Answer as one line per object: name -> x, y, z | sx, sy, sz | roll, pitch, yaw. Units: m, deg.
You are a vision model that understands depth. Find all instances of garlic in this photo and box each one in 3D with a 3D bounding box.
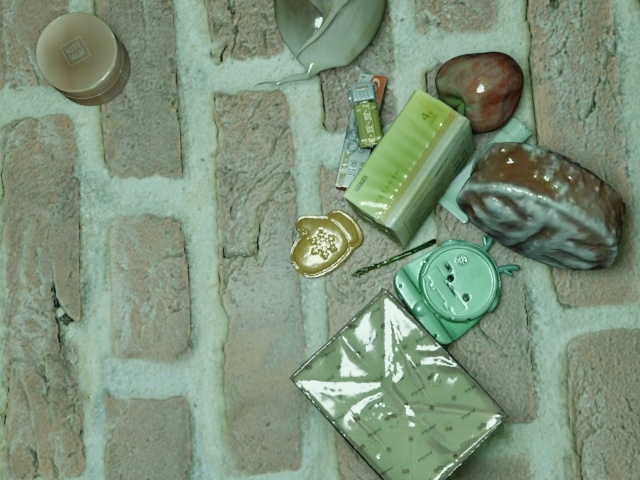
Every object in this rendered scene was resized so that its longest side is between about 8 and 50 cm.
garlic -> -0.001, -0.460, 1.631 | 0.246, 0.231, 0.339 | 1, 78, 0

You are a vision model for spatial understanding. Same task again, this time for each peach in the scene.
peach -> 0.291, -0.271, 1.651 | 0.152, 0.152, 0.152 | 0, 83, 3

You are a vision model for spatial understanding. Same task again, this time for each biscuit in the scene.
biscuit -> 0.000, 0.000, 1.679 | 0.118, 0.023, 0.140 | 43, 88, 6

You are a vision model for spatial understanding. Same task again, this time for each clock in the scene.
clock -> 0.245, 0.072, 1.639 | 0.211, 0.066, 0.159 | -36, 84, -2

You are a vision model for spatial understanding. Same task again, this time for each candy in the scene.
candy -> 0.376, -0.058, 1.565 | 0.290, 0.214, 0.157 | 27, 70, -11

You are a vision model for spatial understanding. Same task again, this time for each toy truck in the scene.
toy truck -> 0.082, -0.220, 1.639 | 0.052, 0.063, 0.123 | -10, 83, 2

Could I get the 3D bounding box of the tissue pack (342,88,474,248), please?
tissue pack -> 0.157, -0.122, 1.612 | 0.125, 0.159, 0.234 | 34, 87, 17

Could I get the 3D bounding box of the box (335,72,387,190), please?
box -> 0.075, -0.195, 1.690 | 0.055, 0.039, 0.218 | 13, 84, 5

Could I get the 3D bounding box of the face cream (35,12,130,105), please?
face cream -> -0.433, -0.330, 1.697 | 0.149, 0.104, 0.149 | 0, 83, 2

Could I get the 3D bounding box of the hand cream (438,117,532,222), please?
hand cream -> 0.297, -0.131, 1.669 | 0.078, 0.050, 0.205 | 41, 91, 15

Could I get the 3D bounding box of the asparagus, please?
asparagus -> 0.134, 0.032, 1.674 | 0.166, 0.016, 0.013 | -23, 116, -1

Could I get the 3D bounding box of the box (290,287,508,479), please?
box -> 0.128, 0.265, 1.561 | 0.225, 0.190, 0.297 | -44, 84, -4
